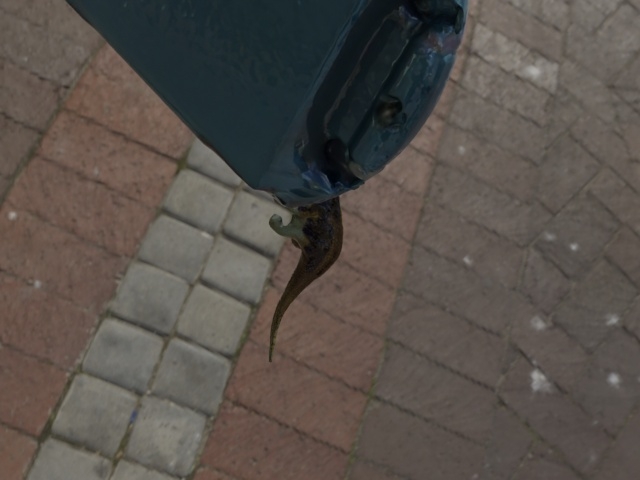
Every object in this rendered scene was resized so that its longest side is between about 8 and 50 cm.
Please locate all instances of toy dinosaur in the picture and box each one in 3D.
[{"bbox_3d":[-0.010,-0.009,0.627,0.037,0.180,0.058,-11,42,-40],"label":"toy dinosaur"}]

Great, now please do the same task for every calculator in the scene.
[{"bbox_3d":[-0.055,-0.147,0.460,0.293,0.173,0.051,46,39,19],"label":"calculator"}]
